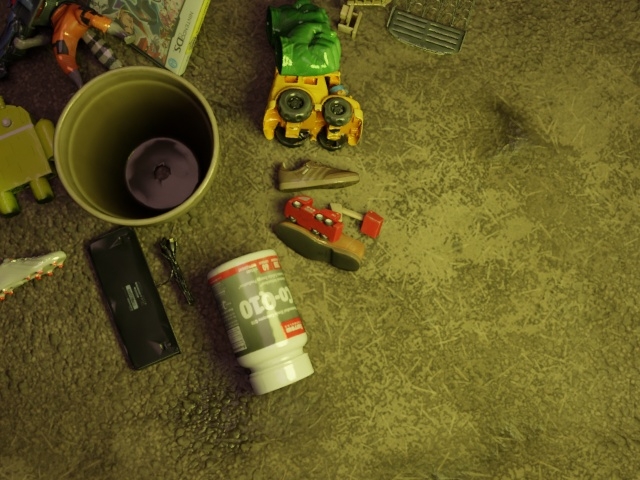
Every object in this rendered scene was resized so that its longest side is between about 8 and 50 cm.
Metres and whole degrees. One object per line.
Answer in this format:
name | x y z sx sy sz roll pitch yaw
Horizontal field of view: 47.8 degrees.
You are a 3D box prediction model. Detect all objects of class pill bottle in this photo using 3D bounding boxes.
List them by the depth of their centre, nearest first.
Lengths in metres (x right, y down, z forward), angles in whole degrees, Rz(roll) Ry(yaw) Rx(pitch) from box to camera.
pill bottle | -0.124 0.176 1.560 0.161 0.161 0.283 -21 84 -4

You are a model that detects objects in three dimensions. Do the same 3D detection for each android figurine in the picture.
android figurine | -0.715 -0.196 1.650 0.248 0.056 0.273 -22 85 -4

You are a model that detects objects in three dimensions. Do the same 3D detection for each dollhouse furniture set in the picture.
dollhouse furniture set | 0.114 -0.566 1.652 0.101 0.182 0.161 18 82 1

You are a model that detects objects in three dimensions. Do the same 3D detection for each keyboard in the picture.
keyboard | -0.384 0.113 1.629 0.201 0.033 0.317 -23 84 2

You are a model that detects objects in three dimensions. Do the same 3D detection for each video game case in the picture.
video game case | -0.389 -0.534 1.614 0.275 0.248 0.035 36 46 1

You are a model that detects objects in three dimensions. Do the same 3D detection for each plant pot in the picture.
plant pot | -0.363 -0.169 1.540 0.323 0.280 0.323 0 82 -2

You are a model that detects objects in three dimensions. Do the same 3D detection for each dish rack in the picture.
dish rack | 0.279 -0.584 1.713 0.208 0.074 0.271 18 83 2

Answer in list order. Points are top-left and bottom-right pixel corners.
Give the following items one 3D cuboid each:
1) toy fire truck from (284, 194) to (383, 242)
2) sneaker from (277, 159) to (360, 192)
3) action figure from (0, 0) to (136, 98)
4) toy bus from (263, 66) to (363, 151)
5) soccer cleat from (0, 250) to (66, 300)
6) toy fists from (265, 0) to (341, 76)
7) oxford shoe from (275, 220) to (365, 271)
toy fire truck | 0.030 -0.053 1.629 0.192 0.135 0.047 30 125 21
sneaker | -0.005 -0.154 1.654 0.188 0.066 0.071 -5 82 -3
action figure | -0.611 -0.471 1.667 0.330 0.178 0.341 49 114 11
toy bus | -0.012 -0.327 1.651 0.220 0.149 0.211 6 67 -3
soccer cleat | -0.665 0.062 1.612 0.196 0.068 0.076 -28 81 -2
toy fists | -0.035 -0.458 1.622 0.142 0.096 0.279 -2 40 -14
oxford shoe | 0.000 0.000 1.643 0.212 0.076 0.076 22 52 5
